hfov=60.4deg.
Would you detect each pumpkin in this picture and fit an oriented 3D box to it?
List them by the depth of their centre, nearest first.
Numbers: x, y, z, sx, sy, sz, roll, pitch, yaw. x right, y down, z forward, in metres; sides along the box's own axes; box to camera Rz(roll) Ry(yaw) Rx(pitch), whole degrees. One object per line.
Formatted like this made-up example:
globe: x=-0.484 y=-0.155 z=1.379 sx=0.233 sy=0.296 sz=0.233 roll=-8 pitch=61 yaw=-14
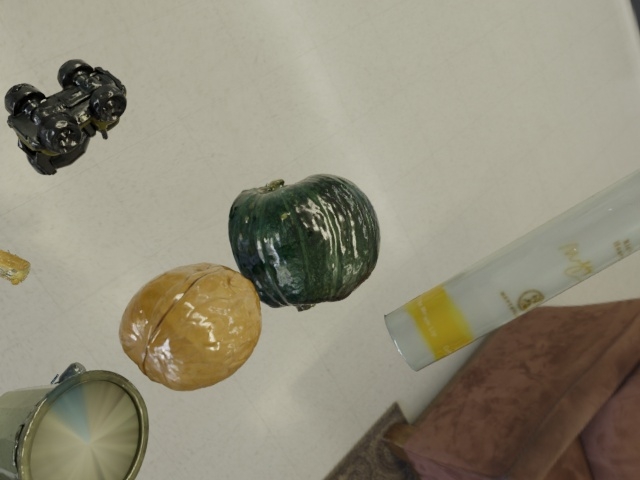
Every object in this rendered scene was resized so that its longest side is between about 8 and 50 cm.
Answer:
pumpkin: x=0.000 y=0.000 z=1.045 sx=0.293 sy=0.197 sz=0.263 roll=-17 pitch=95 yaw=-51

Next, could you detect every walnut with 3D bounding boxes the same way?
walnut: x=-0.164 y=0.110 z=0.724 sx=0.197 sy=0.165 sz=0.165 roll=-24 pitch=107 yaw=-76

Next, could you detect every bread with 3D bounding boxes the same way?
bread: x=-0.699 y=0.055 z=1.212 sx=0.106 sy=0.072 sz=0.053 roll=29 pitch=107 yaw=-10

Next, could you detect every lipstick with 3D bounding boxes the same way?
lipstick: x=0.179 y=0.022 z=0.457 sx=0.264 sy=0.059 sz=0.059 roll=-32 pitch=111 yaw=11

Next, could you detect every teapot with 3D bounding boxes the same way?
teapot: x=-0.672 y=0.368 z=1.468 sx=0.049 sy=0.063 sz=0.083 roll=40 pitch=82 yaw=4

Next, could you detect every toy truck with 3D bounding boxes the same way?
toy truck: x=-0.490 y=-0.237 z=1.092 sx=0.147 sy=0.165 sz=0.224 roll=38 pitch=62 yaw=17

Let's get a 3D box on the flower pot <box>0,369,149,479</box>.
flower pot: x=-0.411 y=0.310 z=0.845 sx=0.212 sy=0.203 sz=0.212 roll=24 pitch=61 yaw=-54
